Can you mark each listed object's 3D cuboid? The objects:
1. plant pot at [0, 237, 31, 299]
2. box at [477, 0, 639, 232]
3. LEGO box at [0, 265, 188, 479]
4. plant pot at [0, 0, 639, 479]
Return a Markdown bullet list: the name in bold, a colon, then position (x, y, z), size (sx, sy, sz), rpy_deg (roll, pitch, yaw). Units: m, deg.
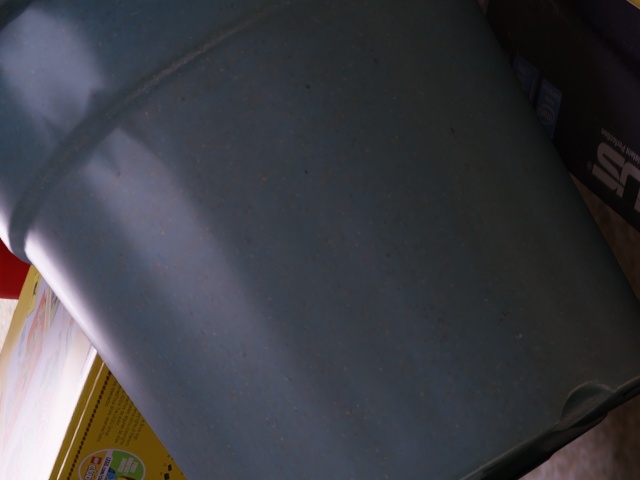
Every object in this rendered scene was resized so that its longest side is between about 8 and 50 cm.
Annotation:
- **plant pot**: position (-0.305, -0.103, 1.853), size (0.275, 0.275, 0.243), rpy_deg (132, 142, -53)
- **box**: position (0.188, -0.203, 1.037), size (0.395, 0.097, 0.318), rpy_deg (-129, 43, -51)
- **LEGO box**: position (-0.130, 0.104, 1.448), size (0.372, 0.193, 0.500), rpy_deg (-96, 24, -48)
- **plant pot**: position (0.000, 0.000, 1.022), size (0.334, 0.341, 0.341), rpy_deg (59, 145, 12)
